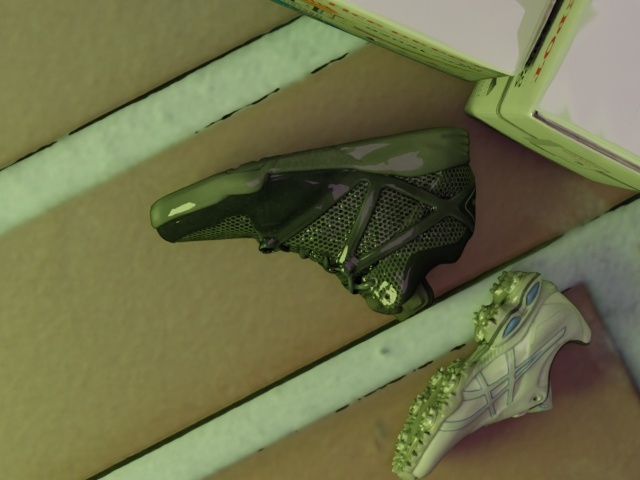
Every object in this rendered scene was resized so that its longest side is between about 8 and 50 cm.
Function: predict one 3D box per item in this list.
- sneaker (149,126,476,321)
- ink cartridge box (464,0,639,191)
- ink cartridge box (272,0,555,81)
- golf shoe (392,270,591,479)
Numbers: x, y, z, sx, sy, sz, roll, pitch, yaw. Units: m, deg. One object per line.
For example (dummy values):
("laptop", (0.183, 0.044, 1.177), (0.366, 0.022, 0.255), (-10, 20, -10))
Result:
("sneaker", (0.000, 0.000, 1.228), (0.227, 0.087, 0.130), (-9, 88, -7))
("ink cartridge box", (0.202, -0.146, 1.129), (0.117, 0.283, 0.207), (26, 92, -5))
("ink cartridge box", (0.068, -0.209, 1.143), (0.171, 0.232, 0.168), (22, 93, -4))
("golf shoe", (0.124, 0.109, 1.256), (0.086, 0.069, 0.176), (36, 93, -11))
